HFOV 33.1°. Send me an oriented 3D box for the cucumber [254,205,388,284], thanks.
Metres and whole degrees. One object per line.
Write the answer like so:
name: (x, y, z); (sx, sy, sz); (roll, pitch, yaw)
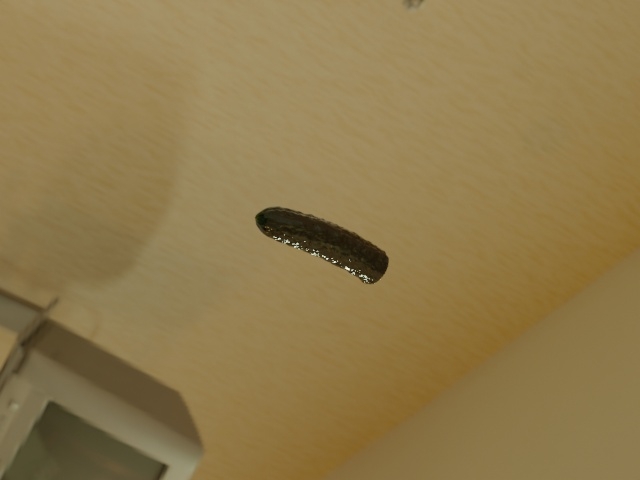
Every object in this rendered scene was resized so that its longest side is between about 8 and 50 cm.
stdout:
cucumber: (0.000, 0.000, 1.398); (0.058, 0.214, 0.052); (-57, -142, 11)
